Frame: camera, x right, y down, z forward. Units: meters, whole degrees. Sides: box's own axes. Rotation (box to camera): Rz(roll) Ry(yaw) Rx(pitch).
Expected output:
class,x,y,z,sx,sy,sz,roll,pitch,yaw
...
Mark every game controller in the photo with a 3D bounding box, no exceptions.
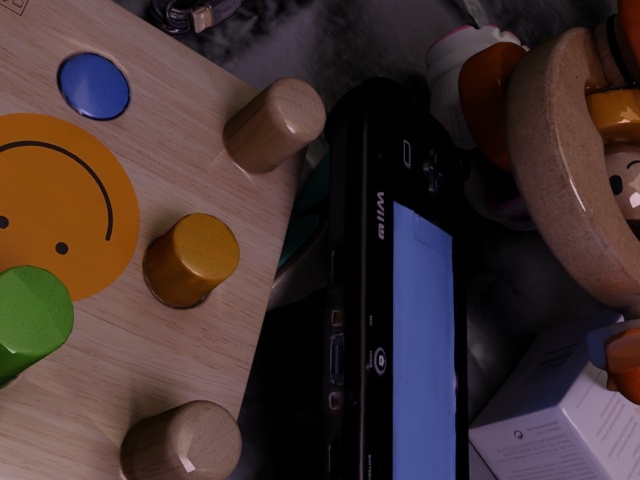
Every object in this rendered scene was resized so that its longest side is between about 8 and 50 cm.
class,x,y,z,sx,sy,sz,roll,pitch,yaw
game controller,0.047,0.074,0.514,0.166,0.067,0.319,34,55,-68

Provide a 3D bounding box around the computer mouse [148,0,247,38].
class,x,y,z,sx,sy,sz,roll,pitch,yaw
computer mouse,-0.116,-0.223,0.589,0.193,0.042,0.106,53,54,-14

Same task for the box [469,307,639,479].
class,x,y,z,sx,sy,sz,roll,pitch,yaw
box,0.207,0.153,0.634,0.130,0.091,0.170,-38,95,-41

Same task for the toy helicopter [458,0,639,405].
class,x,y,z,sx,sy,sz,roll,pitch,yaw
toy helicopter,0.224,0.024,0.565,0.355,0.140,0.235,41,44,-31

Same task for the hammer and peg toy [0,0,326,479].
class,x,y,z,sx,sy,sz,roll,pitch,yaw
hammer and peg toy,-0.175,-0.044,0.410,0.361,0.127,0.266,29,56,-24

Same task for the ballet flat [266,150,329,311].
class,x,y,z,sx,sy,sz,roll,pitch,yaw
ballet flat,0.000,0.000,0.571,0.052,0.057,0.168,52,50,-20

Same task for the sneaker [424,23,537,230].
class,x,y,z,sx,sy,sz,roll,pitch,yaw
sneaker,0.172,-0.047,0.697,0.252,0.103,0.111,30,60,-16
